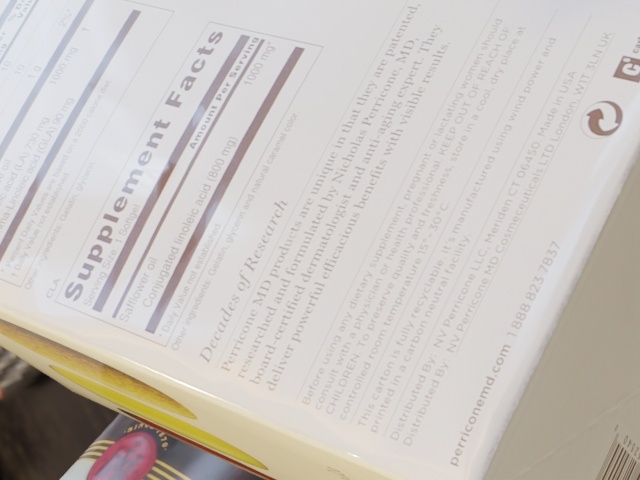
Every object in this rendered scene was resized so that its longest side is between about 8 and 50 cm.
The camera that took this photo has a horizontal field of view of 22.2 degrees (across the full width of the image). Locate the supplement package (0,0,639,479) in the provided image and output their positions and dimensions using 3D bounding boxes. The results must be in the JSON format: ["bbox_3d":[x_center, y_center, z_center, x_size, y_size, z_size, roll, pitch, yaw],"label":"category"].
[{"bbox_3d":[0.000,0.000,0.482,0.244,0.134,0.139,18,164,38],"label":"supplement package"}]

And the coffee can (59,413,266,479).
[{"bbox_3d":[-0.061,0.188,0.839,0.201,0.275,0.201,33,154,18],"label":"coffee can"}]
